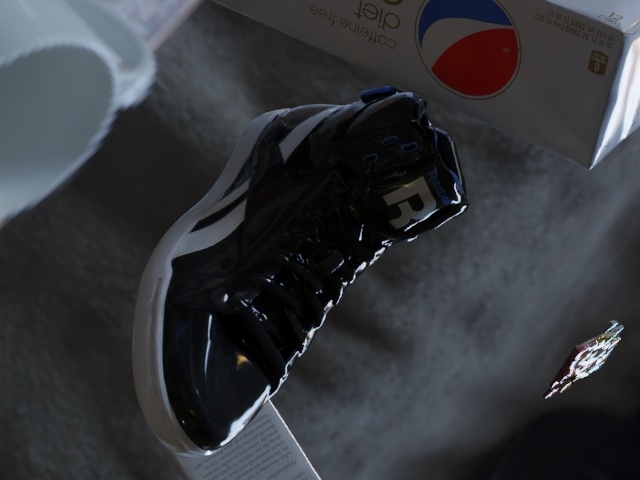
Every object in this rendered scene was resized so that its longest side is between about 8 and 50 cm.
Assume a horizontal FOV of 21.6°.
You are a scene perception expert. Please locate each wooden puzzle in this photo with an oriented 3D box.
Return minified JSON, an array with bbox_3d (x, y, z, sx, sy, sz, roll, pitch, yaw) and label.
[{"bbox_3d":[0.195,0.086,1.226,0.049,0.006,0.083,-20,150,-33],"label":"wooden puzzle"}]

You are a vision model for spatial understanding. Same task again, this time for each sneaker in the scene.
[{"bbox_3d":[0.000,0.000,0.763,0.079,0.121,0.217,55,37,-30],"label":"sneaker"}]

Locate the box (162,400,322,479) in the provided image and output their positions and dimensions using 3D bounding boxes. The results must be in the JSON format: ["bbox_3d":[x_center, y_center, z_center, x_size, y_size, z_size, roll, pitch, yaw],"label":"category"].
[{"bbox_3d":[-0.049,0.205,1.354,0.091,0.170,0.130,-32,173,-10],"label":"box"}]

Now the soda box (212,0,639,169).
[{"bbox_3d":[0.055,-0.116,0.786,0.069,0.216,0.074,-36,145,-45],"label":"soda box"}]
